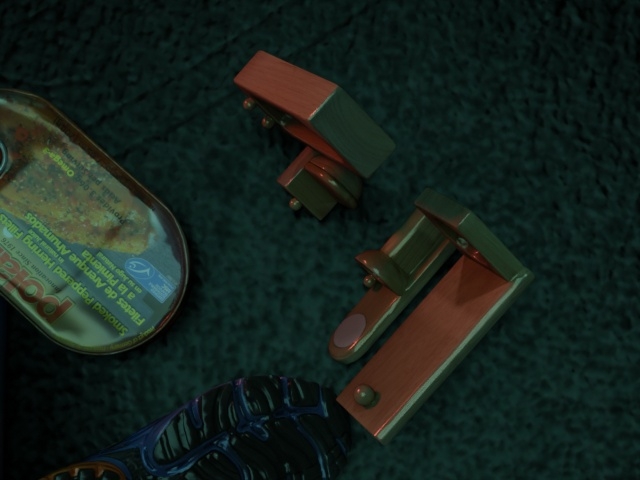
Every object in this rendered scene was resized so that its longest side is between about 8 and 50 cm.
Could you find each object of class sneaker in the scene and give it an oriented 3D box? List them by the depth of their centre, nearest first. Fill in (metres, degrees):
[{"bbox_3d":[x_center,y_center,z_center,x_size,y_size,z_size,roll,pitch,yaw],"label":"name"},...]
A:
[{"bbox_3d":[-0.087,0.134,0.765,0.221,0.087,0.083,-17,89,-17],"label":"sneaker"}]

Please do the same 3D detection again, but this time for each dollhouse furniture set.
[{"bbox_3d":[0.000,0.000,0.745,0.123,0.144,0.151,-49,119,-3],"label":"dollhouse furniture set"}]

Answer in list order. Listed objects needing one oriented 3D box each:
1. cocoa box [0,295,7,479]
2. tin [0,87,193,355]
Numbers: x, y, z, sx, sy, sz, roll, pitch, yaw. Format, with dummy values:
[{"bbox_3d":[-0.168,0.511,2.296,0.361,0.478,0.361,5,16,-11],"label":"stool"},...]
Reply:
[{"bbox_3d":[-0.304,0.121,0.641,0.228,0.347,0.231,-1,82,2],"label":"cocoa box"},{"bbox_3d":[-0.161,-0.010,0.809,0.190,0.040,0.106,42,82,7],"label":"tin"}]
